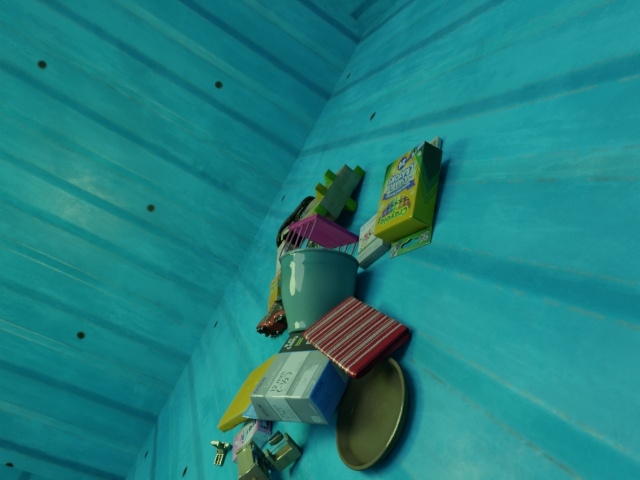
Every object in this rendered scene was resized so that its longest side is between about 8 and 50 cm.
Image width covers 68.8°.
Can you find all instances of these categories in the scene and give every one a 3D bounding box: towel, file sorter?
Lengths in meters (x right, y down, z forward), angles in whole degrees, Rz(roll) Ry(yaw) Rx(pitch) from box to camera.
[{"bbox_3d":[0.091,0.257,1.273,0.198,0.031,0.274,-34,28,-20],"label":"towel"},{"bbox_3d":[-0.018,0.041,1.849,0.290,0.202,0.183,-17,49,65],"label":"file sorter"}]

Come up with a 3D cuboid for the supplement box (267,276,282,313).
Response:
[{"bbox_3d":[-0.193,0.262,2.187,0.078,0.080,0.233,-51,19,23],"label":"supplement box"}]

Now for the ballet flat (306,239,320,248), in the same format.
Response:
[{"bbox_3d":[0.000,0.000,2.102,0.188,0.070,0.070,-37,30,55],"label":"ballet flat"}]

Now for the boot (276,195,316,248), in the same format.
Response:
[{"bbox_3d":[-0.093,-0.068,2.314,0.348,0.131,0.260,-59,18,5],"label":"boot"}]

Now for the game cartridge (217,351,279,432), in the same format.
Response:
[{"bbox_3d":[-0.261,0.592,1.824,0.324,0.052,0.285,-46,7,46],"label":"game cartridge"}]

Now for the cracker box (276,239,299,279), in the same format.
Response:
[{"bbox_3d":[-0.113,0.110,2.068,0.067,0.155,0.232,-53,20,23],"label":"cracker box"}]

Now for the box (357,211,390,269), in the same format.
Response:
[{"bbox_3d":[0.189,-0.010,1.632,0.145,0.038,0.186,-44,24,42],"label":"box"}]

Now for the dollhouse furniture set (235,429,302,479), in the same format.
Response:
[{"bbox_3d":[-0.147,0.674,1.440,0.183,0.129,0.129,-37,18,-4],"label":"dollhouse furniture set"}]

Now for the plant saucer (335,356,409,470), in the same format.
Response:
[{"bbox_3d":[0.130,0.424,1.153,0.278,0.041,0.278,-52,21,29],"label":"plant saucer"}]

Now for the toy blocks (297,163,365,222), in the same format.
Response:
[{"bbox_3d":[0.023,-0.159,2.059,0.261,0.190,0.382,-40,14,50],"label":"toy blocks"}]

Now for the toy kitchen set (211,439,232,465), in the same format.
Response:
[{"bbox_3d":[-0.403,0.862,1.894,0.068,0.083,0.075,-3,49,19],"label":"toy kitchen set"}]

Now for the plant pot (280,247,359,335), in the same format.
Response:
[{"bbox_3d":[-0.011,0.193,1.548,0.271,0.271,0.256,-33,47,54],"label":"plant pot"}]

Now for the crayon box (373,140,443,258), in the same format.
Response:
[{"bbox_3d":[0.270,-0.125,1.464,0.203,0.083,0.323,-29,43,58],"label":"crayon box"}]

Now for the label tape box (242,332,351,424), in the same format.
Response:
[{"bbox_3d":[-0.079,0.393,1.369,0.347,0.115,0.249,-12,28,38],"label":"label tape box"}]

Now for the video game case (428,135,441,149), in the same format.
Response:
[{"bbox_3d":[0.329,-0.232,1.605,0.212,0.023,0.194,-38,30,52],"label":"video game case"}]

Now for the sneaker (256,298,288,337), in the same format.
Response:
[{"bbox_3d":[-0.187,0.333,2.035,0.276,0.097,0.135,-38,29,46],"label":"sneaker"}]

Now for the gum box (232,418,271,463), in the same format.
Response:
[{"bbox_3d":[-0.246,0.710,1.695,0.189,0.062,0.107,-55,20,17],"label":"gum box"}]
